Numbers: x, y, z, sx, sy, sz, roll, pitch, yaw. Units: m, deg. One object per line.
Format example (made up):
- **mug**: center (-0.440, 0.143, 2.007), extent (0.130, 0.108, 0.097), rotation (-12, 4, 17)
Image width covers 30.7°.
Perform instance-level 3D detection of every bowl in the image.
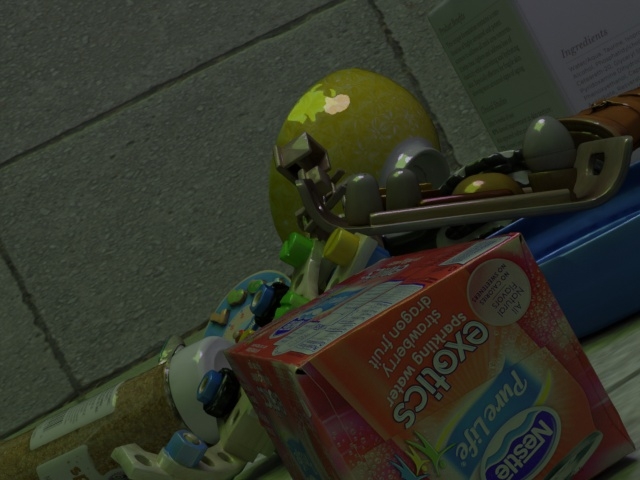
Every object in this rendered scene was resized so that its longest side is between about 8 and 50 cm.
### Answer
- **bowl**: center (0.255, 0.009, 1.109), extent (0.391, 0.077, 0.391), rotation (-28, 2, 1)
- **bowl**: center (0.084, -0.085, 1.607), extent (0.156, 0.289, 0.289), rotation (17, 36, 41)

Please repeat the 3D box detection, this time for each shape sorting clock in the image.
- **shape sorting clock**: center (-0.101, 0.134, 1.573), extent (0.206, 0.040, 0.206), rotation (-26, 47, 32)

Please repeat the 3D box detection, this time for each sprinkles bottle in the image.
- **sprinkles bottle**: center (-0.243, 0.236, 1.406), extent (0.355, 0.121, 0.121), rotation (-27, 3, 23)

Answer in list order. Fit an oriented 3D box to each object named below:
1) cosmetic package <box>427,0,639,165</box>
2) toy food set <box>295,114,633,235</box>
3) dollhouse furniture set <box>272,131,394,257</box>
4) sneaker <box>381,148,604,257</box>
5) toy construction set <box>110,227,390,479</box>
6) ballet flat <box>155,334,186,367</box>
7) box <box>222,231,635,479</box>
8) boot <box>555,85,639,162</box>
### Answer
- **cosmetic package**: center (0.446, -0.315, 1.959), extent (0.327, 0.393, 0.329), rotation (-29, 3, -13)
- **toy food set**: center (0.132, -0.065, 1.148), extent (0.306, 0.092, 0.220), rotation (-6, 3, 1)
- **dollhouse furniture set**: center (0.000, 0.000, 1.327), extent (0.101, 0.161, 0.182), rotation (-32, 43, 21)
- **sneaker**: center (0.182, 0.001, 1.453), extent (0.410, 0.158, 0.182), rotation (-24, -7, 22)
- **toy construction set**: center (-0.038, 0.127, 1.043), extent (0.327, 0.151, 0.215), rotation (-45, 19, 5)
- **ballet flat**: center (-0.216, 0.194, 1.716), extent (0.052, 0.057, 0.168), rotation (-4, 27, 15)
- **box**: center (0.048, 0.099, 0.761), extent (0.154, 0.142, 0.300), rotation (-29, 2, -13)
- **boot**: center (0.385, -0.138, 1.502), extent (0.220, 0.109, 0.283), rotation (-28, -6, -14)
